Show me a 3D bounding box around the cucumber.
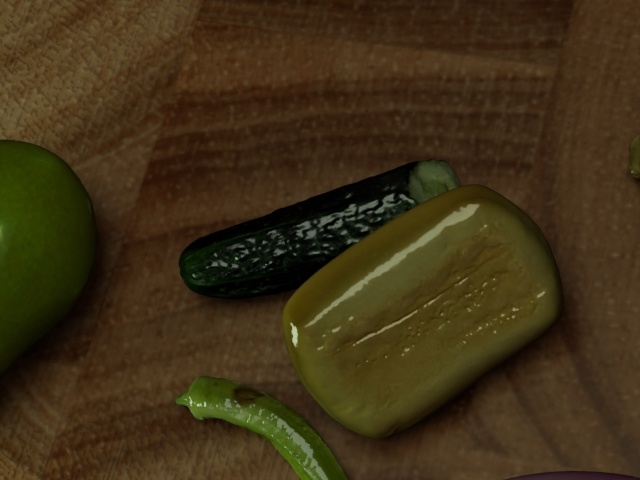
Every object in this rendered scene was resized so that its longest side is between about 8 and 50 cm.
[{"bbox_3d":[-0.001,-0.001,1.533,0.241,0.074,0.074,-18,64,10],"label":"cucumber"}]

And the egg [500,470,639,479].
[{"bbox_3d":[0.159,0.254,1.308,0.271,0.196,0.196,3,68,7],"label":"egg"}]

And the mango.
[{"bbox_3d":[-0.306,0.034,1.565,0.273,0.149,0.185,-47,65,-1],"label":"mango"}]

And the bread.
[{"bbox_3d":[0.077,0.050,1.460,0.217,0.147,0.098,-31,21,3],"label":"bread"}]

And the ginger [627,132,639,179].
[{"bbox_3d":[0.315,-0.052,1.464,0.165,0.067,0.096,41,105,26],"label":"ginger"}]

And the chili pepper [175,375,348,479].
[{"bbox_3d":[-0.029,0.159,1.490,0.208,0.043,0.049,32,67,25],"label":"chili pepper"}]
